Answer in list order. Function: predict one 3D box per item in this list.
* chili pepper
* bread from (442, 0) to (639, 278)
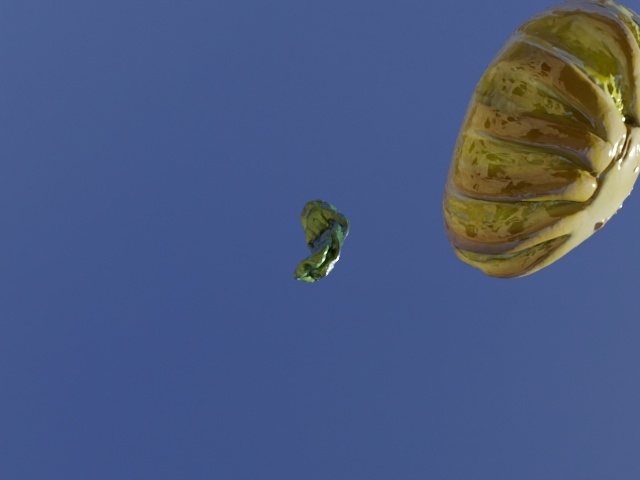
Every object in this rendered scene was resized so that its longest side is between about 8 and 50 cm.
[{"bbox_3d":[0.001,0.001,0.736,0.034,0.030,0.091,8,-150,-2],"label":"chili pepper"},{"bbox_3d":[0.118,-0.065,0.560,0.083,0.094,0.157,26,-111,40],"label":"bread"}]
